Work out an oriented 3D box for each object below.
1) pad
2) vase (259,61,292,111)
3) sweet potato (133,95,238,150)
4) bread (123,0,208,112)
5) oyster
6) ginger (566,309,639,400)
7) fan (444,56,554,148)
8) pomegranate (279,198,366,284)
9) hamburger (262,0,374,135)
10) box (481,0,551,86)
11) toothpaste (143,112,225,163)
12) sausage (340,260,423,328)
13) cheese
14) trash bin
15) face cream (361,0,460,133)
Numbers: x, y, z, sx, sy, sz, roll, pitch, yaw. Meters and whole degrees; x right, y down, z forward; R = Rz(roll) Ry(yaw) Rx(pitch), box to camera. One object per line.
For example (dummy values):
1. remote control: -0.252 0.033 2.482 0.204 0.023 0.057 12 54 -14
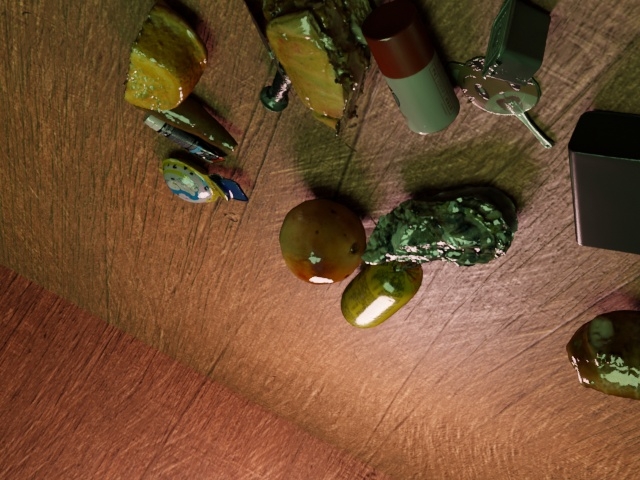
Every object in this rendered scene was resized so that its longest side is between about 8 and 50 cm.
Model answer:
1. pad: -0.092 -0.330 1.847 0.113 0.006 0.188 61 -178 -45
2. vase: -0.065 -0.297 1.965 0.059 0.059 0.167 30 153 -3
3. sweet potato: -0.275 -0.261 2.221 0.243 0.077 0.077 23 155 -12
4. bread: -0.293 -0.330 2.029 0.139 0.143 0.229 31 155 -2
5. oyster: 0.229 -0.013 2.101 0.351 0.158 0.162 -14 98 36
6. ginger: 0.670 0.208 2.024 0.418 0.176 0.254 12 141 26
7. fan: 0.315 -0.227 1.779 0.226 0.008 0.152 44 149 -25
8. pomegranate: 0.004 -0.001 2.291 0.191 0.191 0.191 22 153 12
9. hamburger: 0.004 -0.319 1.756 0.245 0.155 0.282 35 157 -5
10. box: 0.289 -0.290 1.581 0.069 0.122 0.084 18 155 -5
11. toothpaste: -0.296 -0.223 2.338 0.193 0.045 0.071 34 162 -23
12. sausage: 0.133 0.112 2.414 0.123 0.123 0.347 31 154 -5
13. cheese: -0.272 -0.131 2.444 0.250 0.064 0.156 11 150 36
14. trash bin: 0.492 -0.090 1.735 0.165 0.115 0.225 12 147 29
15. face cream: 0.149 -0.280 1.749 0.096 0.096 0.214 8 146 35
